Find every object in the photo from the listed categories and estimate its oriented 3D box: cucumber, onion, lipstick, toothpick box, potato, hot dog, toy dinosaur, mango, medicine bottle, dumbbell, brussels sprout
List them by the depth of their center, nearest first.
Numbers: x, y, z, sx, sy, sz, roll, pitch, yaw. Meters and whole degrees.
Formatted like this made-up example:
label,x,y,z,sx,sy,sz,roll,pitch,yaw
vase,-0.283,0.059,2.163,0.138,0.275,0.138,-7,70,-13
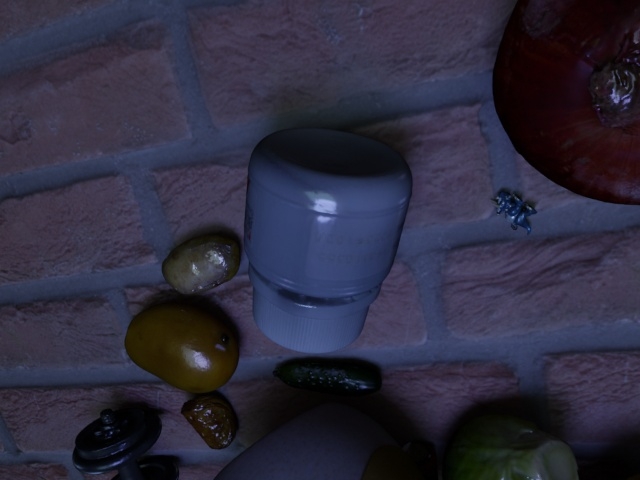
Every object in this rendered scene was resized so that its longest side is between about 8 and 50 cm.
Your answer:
label,x,y,z,sx,sy,sz,roll,pitch,yaw
onion,0.374,-0.209,0.556,0.340,0.341,0.342,4,110,11
medicine bottle,0.000,0.000,0.733,0.244,0.245,0.307,13,119,8
toy dinosaur,0.322,-0.047,0.761,0.083,0.030,0.047,37,113,-1
toothpick box,0.025,0.545,0.792,0.409,0.408,0.425,-49,62,22
brussels sprout,0.337,0.425,0.817,0.210,0.220,0.271,29,138,-1
potato,-0.230,0.045,0.889,0.170,0.080,0.107,-27,94,17
cucumber,0.011,0.276,0.928,0.227,0.069,0.069,1,109,17
mango,-0.285,0.208,0.929,0.254,0.139,0.176,16,109,13
lipstick,0.217,0.541,0.966,0.080,0.080,0.242,-7,107,15
hot dog,-0.247,0.403,1.028,0.099,0.065,0.147,-23,114,19
dumbbell,-0.435,0.508,1.039,0.191,0.192,0.290,-9,105,15

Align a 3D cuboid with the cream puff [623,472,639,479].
label,x,y,z,sx,sy,sz,roll,pitch,yaw
cream puff,0.564,0.536,0.759,0.326,0.231,0.343,-21,136,0
